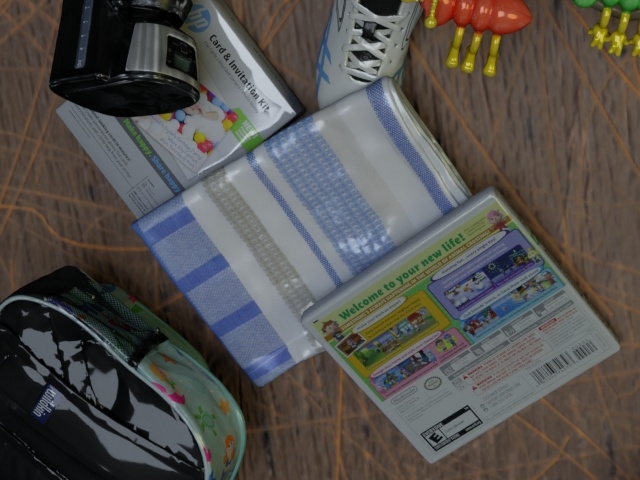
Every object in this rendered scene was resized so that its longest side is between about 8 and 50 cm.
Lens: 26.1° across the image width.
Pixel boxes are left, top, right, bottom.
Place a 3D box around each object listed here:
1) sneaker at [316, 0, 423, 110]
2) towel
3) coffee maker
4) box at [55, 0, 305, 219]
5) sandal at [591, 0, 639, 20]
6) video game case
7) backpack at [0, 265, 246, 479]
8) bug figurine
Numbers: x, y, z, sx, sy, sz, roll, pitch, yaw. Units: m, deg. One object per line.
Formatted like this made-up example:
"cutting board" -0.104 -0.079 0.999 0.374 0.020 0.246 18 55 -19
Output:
"sneaker" 0.046 -0.193 1.179 0.085 0.086 0.237 18 107 8
"towel" 0.000 0.000 1.231 0.285 0.034 0.209 -28 111 19
"coffee maker" -0.170 -0.200 1.194 0.171 0.120 0.178 -10 70 55
"box" -0.129 -0.119 1.264 0.186 0.038 0.145 -36 91 17
"sandal" 0.199 -0.232 1.149 0.180 0.049 0.072 22 107 8
"video game case" 0.124 0.080 1.223 0.212 0.023 0.193 -35 109 20
"backpack" -0.198 0.174 1.265 0.253 0.191 0.225 37 111 11
"bug figurine" 0.186 -0.268 1.091 0.216 0.072 0.279 10 84 5
